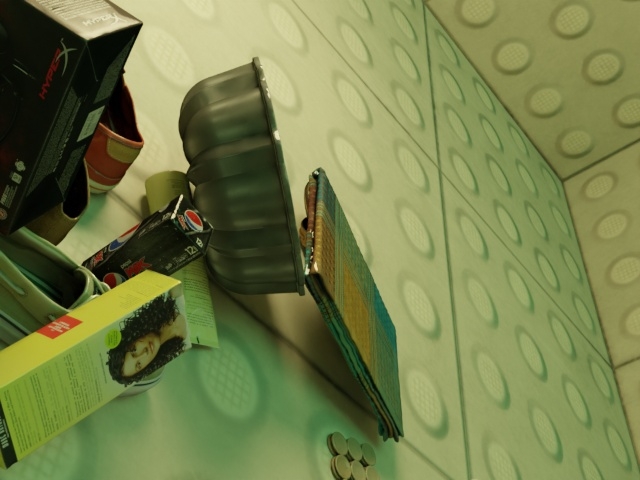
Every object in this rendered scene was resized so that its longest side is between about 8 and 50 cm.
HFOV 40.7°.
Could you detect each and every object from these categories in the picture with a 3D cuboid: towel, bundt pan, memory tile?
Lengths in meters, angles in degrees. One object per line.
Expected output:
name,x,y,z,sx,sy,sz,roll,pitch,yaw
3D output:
towel,0.052,0.103,1.361,0.271,0.040,0.370,-88,157,-53
bundt pan,-0.112,-0.075,1.170,0.331,0.124,0.331,169,-90,-84
memory tile,0.055,0.360,1.268,0.113,0.012,0.148,31,39,-44

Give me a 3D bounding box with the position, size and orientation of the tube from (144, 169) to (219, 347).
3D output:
tube,-0.185,0.025,1.143,0.070,0.062,0.240,-6,68,-24

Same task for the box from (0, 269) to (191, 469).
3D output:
box,-0.230,0.116,0.836,0.232,0.058,0.087,-33,128,-42

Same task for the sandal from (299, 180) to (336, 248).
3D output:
sandal,0.000,0.000,1.496,0.090,0.060,0.219,-4,81,-55

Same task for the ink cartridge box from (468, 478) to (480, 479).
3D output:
ink cartridge box,0.030,0.432,0.838,0.166,0.285,0.395,60,27,0

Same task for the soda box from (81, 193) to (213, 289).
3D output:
soda box,-0.204,0.019,0.979,0.060,0.169,0.053,48,27,-23

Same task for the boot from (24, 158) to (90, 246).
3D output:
boot,-0.322,-0.127,0.986,0.112,0.115,0.305,19,46,-50

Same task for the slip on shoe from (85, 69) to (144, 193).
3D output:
slip on shoe,-0.304,-0.223,1.129,0.123,0.101,0.331,14,50,-53

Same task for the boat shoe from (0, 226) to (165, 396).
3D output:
boat shoe,-0.265,0.074,0.899,0.302,0.094,0.109,37,34,-38

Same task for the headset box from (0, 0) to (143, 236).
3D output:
headset box,-0.346,-0.180,0.797,0.293,0.218,0.110,34,27,1
